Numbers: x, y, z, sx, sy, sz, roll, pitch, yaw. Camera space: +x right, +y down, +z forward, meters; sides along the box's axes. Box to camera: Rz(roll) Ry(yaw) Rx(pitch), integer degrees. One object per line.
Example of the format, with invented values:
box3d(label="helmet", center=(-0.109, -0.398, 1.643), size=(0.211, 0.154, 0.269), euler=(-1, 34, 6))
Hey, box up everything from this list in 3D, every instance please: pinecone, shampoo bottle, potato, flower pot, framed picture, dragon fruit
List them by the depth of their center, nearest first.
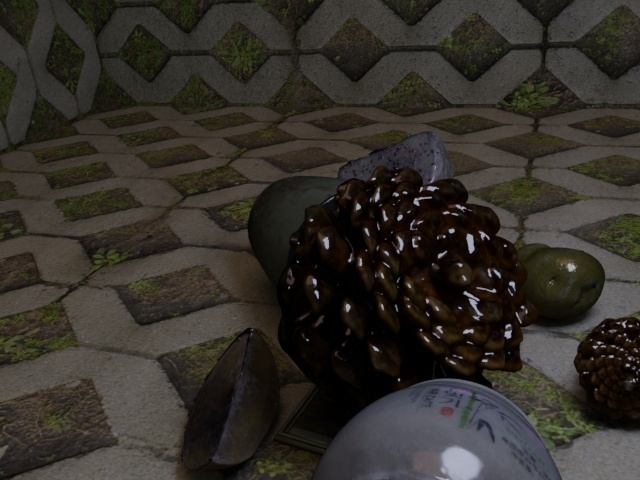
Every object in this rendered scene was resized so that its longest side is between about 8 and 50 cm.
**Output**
box3d(label="shampoo bottle", center=(0.127, 0.294, 0.700), size=(0.272, 0.273, 0.266), euler=(5, 10, 20))
box3d(label="pinecone", center=(0.474, 0.195, 1.009), size=(0.173, 0.174, 0.174), euler=(-4, 26, 2))
box3d(label="pinecone", center=(0.117, 0.085, 1.012), size=(0.397, 0.398, 0.398), euler=(-4, 26, 2))
box3d(label="potato", center=(-0.138, 0.279, 1.043), size=(0.120, 0.100, 0.261), euler=(-34, 26, 34))
box3d(label="framed picture", center=(0.091, 0.281, 1.045), size=(0.274, 0.017, 0.217), euler=(7, 28, 25))
box3d(label="potato", center=(0.444, 0.070, 1.261), size=(0.157, 0.157, 0.194), euler=(-15, 26, -20))
box3d(label="flower pot", center=(0.000, 0.000, 1.339), size=(0.293, 0.294, 0.330), euler=(-18, 24, -24))
box3d(label="dragon fruit", center=(0.208, -0.109, 1.623), size=(0.282, 0.204, 0.221), euler=(-24, 53, 19))
